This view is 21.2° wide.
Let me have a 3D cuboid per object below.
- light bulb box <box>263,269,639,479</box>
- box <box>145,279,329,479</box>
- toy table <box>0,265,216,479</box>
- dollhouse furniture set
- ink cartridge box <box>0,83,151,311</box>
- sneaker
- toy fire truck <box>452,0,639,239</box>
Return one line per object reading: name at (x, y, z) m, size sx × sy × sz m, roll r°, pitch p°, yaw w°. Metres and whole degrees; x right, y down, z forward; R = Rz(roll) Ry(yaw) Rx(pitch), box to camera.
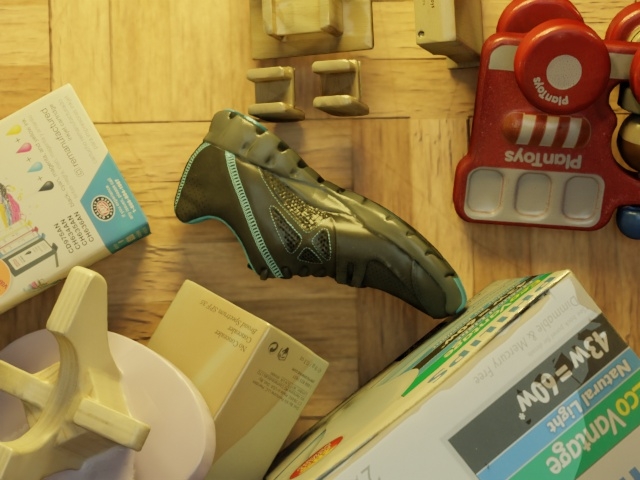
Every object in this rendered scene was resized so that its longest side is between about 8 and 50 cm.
light bulb box at (0.147, 0.226, 1.731) m, size 0.358 × 0.361 × 0.225 m, roll -39°, pitch 91°, yaw -7°
box at (-0.144, 0.217, 1.796) m, size 0.148 × 0.121 × 0.311 m, roll 24°, pitch 81°, yaw 40°
toy table at (-0.253, 0.163, 1.687) m, size 0.274 × 0.161 × 0.252 m, roll 7°, pitch 75°, yaw 23°
dollhouse furniture set at (0.045, -0.243, 1.884) m, size 0.242 × 0.161 × 0.212 m, roll -4°, pitch 87°, yaw 16°
ink cartridge box at (-0.320, -0.029, 1.796) m, size 0.232 × 0.168 × 0.171 m, roll -30°, pitch 91°, yaw -6°
sneaker at (0.000, 0.000, 1.856) m, size 0.341 × 0.125 × 0.140 m, roll 33°, pitch 90°, yaw 10°
toy fire truck at (0.307, -0.129, 1.884) m, size 0.302 × 0.169 × 0.254 m, roll 4°, pitch 111°, yaw -5°
